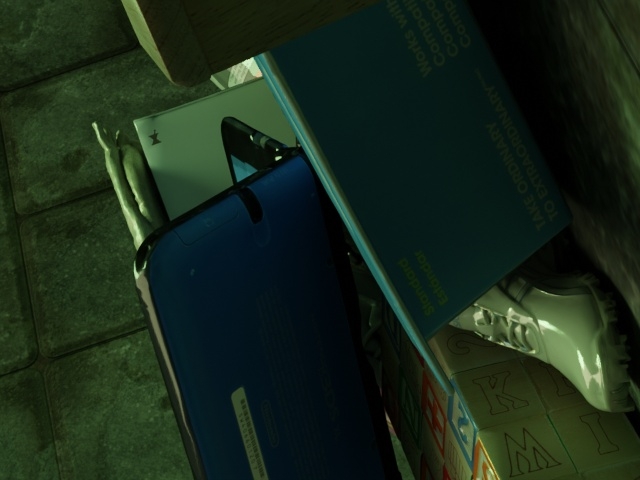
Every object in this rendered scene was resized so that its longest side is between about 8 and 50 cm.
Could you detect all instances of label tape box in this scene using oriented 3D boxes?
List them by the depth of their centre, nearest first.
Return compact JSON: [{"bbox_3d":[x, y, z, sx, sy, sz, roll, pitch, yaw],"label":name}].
[{"bbox_3d":[0.028,-0.104,0.644,0.249,0.115,0.348,60,-177,-17],"label":"label tape box"}]

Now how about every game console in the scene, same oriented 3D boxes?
[{"bbox_3d":[-0.056,0.084,0.856,0.250,0.173,0.293,-34,-62,-44],"label":"game console"}]

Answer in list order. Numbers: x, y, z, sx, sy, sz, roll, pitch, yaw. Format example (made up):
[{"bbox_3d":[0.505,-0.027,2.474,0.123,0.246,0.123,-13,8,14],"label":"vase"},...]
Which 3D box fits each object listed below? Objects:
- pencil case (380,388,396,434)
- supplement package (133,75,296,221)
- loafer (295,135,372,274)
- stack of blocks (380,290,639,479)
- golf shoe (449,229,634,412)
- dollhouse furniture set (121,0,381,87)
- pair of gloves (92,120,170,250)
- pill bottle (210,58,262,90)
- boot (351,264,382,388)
[{"bbox_3d":[0.115,0.140,1.370,0.167,0.160,0.386,52,178,8],"label":"pencil case"},{"bbox_3d":[-0.012,-0.062,1.122,0.145,0.261,0.204,-98,-11,-84],"label":"supplement package"},{"bbox_3d":[0.050,-0.138,0.961,0.130,0.133,0.366,-53,-43,-51],"label":"loafer"},{"bbox_3d":[0.123,0.144,0.732,0.297,0.087,0.171,-113,15,-46],"label":"stack of blocks"},{"bbox_3d":[0.115,0.045,0.664,0.176,0.086,0.069,-111,4,-62],"label":"golf shoe"},{"bbox_3d":[-0.020,-0.189,0.331,0.212,0.161,0.242,-132,18,-71],"label":"dollhouse furniture set"},{"bbox_3d":[-0.150,0.005,1.143,0.240,0.042,0.204,64,-174,-72],"label":"pair of gloves"},{"bbox_3d":[-0.095,-0.272,1.314,0.318,0.176,0.176,44,173,15],"label":"pill bottle"},{"bbox_3d":[0.072,0.088,1.011,0.123,0.258,0.095,-138,68,-77],"label":"boot"}]
